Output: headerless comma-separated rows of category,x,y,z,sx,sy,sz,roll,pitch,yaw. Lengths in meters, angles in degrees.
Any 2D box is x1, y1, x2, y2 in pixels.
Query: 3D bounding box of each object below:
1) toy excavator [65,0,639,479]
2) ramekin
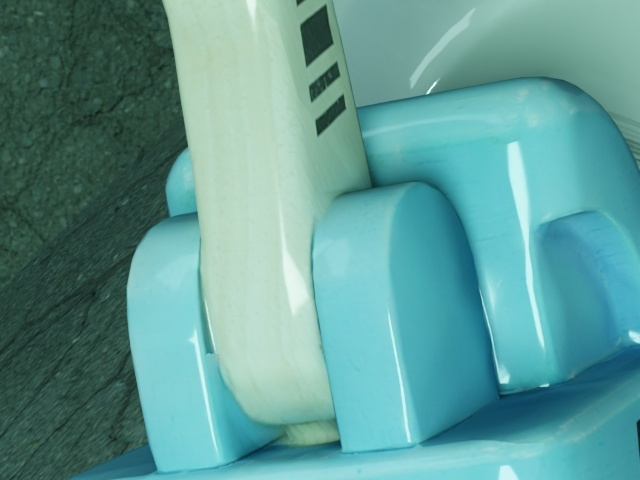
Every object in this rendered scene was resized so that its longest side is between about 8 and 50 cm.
toy excavator,0.000,0.000,0.642,0.222,0.445,0.433,-11,1,25
ramekin,0.123,-0.037,1.001,0.277,0.277,0.135,-45,25,1
